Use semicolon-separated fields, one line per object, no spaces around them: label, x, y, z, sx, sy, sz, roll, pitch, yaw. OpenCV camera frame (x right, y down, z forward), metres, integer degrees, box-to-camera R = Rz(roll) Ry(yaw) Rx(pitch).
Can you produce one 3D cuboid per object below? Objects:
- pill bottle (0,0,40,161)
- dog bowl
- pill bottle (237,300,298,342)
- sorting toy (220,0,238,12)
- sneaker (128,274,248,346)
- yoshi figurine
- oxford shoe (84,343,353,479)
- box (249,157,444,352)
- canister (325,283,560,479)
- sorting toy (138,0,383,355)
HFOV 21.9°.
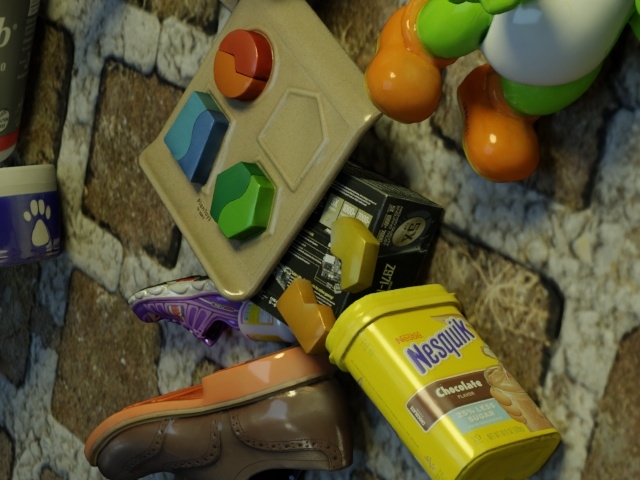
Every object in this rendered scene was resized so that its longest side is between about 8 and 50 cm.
pill bottle;-0.415;-0.277;1.830;0.210;0.210;0.363;32;117;43
dog bowl;-0.419;-0.020;1.820;0.265;0.265;0.104;-3;94;49
pill bottle;-0.037;0.074;1.558;0.083;0.043;0.043;-1;93;49
sorting toy;-0.096;-0.268;1.614;0.083;0.012;0.062;48;132;30
sneaker;-0.129;0.072;1.649;0.170;0.068;0.071;-7;94;48
yoshi figurine;0.199;-0.159;1.168;0.362;0.203;0.203;-36;83;42
oxford shoe;-0.106;0.202;1.593;0.363;0.130;0.133;-25;83;49
box;0.000;0.000;1.461;0.180;0.077;0.147;30;104;43
canister;0.101;0.122;1.344;0.170;0.126;0.073;52;129;30
sorting toy;-0.041;-0.063;1.428;0.229;0.041;0.307;-53;50;23
